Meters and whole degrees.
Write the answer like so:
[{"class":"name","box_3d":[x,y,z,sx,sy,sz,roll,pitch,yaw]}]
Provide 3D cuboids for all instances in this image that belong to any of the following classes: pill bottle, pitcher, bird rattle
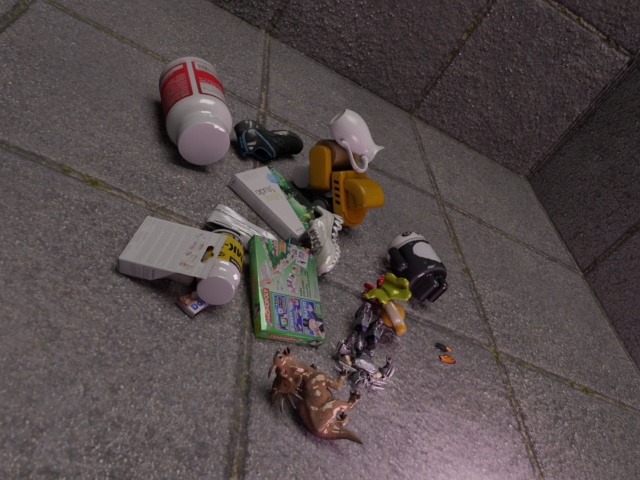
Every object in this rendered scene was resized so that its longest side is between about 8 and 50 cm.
[{"class":"pill bottle","box_3d":[-0.439,-0.457,2.163,0.229,0.229,0.407,15,37,-32]},{"class":"pitcher","box_3d":[0.120,-0.362,2.234,0.207,0.126,0.177,46,46,-19]},{"class":"bird rattle","box_3d":[0.209,0.213,1.970,0.143,0.253,0.206,-22,80,-11]},{"class":"pill bottle","box_3d":[-0.010,-0.262,2.435,0.121,0.121,0.216,49,32,21]},{"class":"pill bottle","box_3d":[-0.274,0.072,1.664,0.119,0.119,0.208,25,30,-18]}]

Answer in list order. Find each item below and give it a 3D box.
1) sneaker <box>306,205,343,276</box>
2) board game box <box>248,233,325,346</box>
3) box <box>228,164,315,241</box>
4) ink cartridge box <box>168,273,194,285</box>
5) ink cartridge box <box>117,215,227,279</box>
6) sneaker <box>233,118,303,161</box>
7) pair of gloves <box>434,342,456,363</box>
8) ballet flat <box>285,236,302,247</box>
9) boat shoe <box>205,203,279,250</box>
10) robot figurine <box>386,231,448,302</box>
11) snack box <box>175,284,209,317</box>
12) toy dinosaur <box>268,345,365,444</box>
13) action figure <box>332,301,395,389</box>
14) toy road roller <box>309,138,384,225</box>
[{"class":"sneaker","box_3d":[0.000,0.000,2.060,0.118,0.110,0.292,39,34,-28]},{"class":"board game box","box_3d":[-0.101,0.144,1.786,0.214,0.046,0.317,15,50,-30]},{"class":"box","box_3d":[-0.144,-0.133,2.184,0.322,0.058,0.232,45,31,11]},{"class":"ink cartridge box","box_3d":[-0.383,0.056,1.684,0.089,0.052,0.122,24,34,-19]},{"class":"ink cartridge box","box_3d":[-0.387,0.033,1.614,0.233,0.066,0.189,17,40,0]},{"class":"sneaker","box_3d":[-0.202,-0.371,2.433,0.341,0.125,0.139,5,70,-46]},{"class":"pair of gloves","box_3d":[0.428,0.386,2.091,0.074,0.010,0.083,18,34,-28]},{"class":"ballet flat","box_3d":[-0.093,0.057,1.963,0.074,0.074,0.203,31,28,-9]},{"class":"boat shoe","box_3d":[-0.238,-0.009,1.904,0.258,0.095,0.084,31,59,-2]},{"class":"robot figurine","box_3d":[0.359,0.093,2.261,0.209,0.174,0.278,70,-6,-53]},{"class":"snack box","box_3d":[-0.316,0.147,1.655,0.064,0.022,0.178,40,30,7]},{"class":"toy dinosaur","box_3d":[-0.019,0.403,1.517,0.200,0.127,0.295,-15,69,-45]},{"class":"action figure","box_3d":[0.129,0.322,1.795,0.185,0.099,0.285,37,33,-17]},{"class":"toy road roller","box_3d":[0.106,-0.217,2.287,0.241,0.329,0.203,1,6,38]}]
